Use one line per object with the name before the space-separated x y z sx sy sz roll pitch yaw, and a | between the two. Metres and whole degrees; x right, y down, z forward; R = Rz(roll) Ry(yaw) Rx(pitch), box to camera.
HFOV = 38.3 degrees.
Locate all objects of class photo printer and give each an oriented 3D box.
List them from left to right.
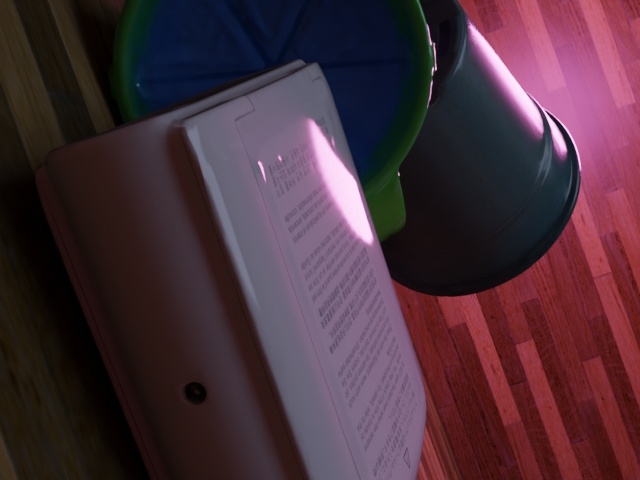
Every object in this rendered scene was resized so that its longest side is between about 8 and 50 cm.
photo printer | -0.025 0.058 0.564 0.256 0.107 0.307 -50 123 -66

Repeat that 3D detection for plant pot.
plant pot | 0.137 -0.149 1.251 0.334 0.341 0.341 44 24 -47

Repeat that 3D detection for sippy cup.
sippy cup | -0.046 -0.141 0.764 0.224 0.240 0.305 -127 -143 -76
